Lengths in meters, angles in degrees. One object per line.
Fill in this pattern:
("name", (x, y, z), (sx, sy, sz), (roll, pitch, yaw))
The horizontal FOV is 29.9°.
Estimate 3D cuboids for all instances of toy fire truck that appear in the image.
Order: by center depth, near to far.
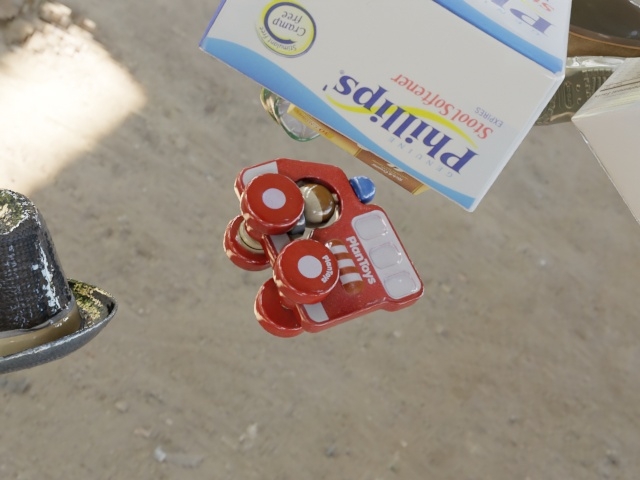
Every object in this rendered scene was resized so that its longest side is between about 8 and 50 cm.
("toy fire truck", (0.000, 0.000, 1.922), (0.253, 0.169, 0.302), (-17, 69, -25))

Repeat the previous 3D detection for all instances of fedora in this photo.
("fedora", (-0.382, 0.028, 1.281), (0.333, 0.153, 0.334), (-2, 16, 1))

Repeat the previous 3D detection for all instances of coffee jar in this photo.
("coffee jar", (-0.024, -0.188, 1.589), (0.079, 0.096, 0.184), (56, 0, -16))

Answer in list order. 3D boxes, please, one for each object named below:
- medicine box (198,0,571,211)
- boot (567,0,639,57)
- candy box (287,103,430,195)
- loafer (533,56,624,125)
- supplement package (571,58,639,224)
("medicine box", (0.072, -0.200, 1.058), (0.263, 0.149, 0.289), (30, 28, -3))
("boot", (0.229, -0.233, 1.345), (0.305, 0.115, 0.112), (8, 39, -5))
("candy box", (0.068, -0.127, 1.339), (0.186, 0.109, 0.053), (33, 67, -17))
("loafer", (0.327, -0.194, 1.544), (0.087, 0.094, 0.251), (-14, 20, -34))
("supplement package", (0.451, -0.088, 1.341), (0.145, 0.204, 0.262), (-45, 109, -24))
